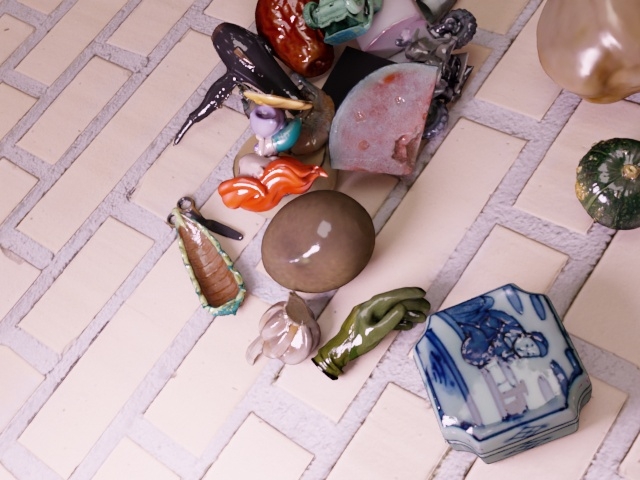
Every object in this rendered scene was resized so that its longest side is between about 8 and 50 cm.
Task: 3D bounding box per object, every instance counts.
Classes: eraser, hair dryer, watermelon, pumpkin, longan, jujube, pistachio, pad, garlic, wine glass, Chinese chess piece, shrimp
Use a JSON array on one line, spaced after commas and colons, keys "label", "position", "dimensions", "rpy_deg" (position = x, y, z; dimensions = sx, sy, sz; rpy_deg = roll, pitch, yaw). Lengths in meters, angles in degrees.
[{"label": "eraser", "position": [0.147, -0.596, 2.180], "dimensions": [0.174, 0.095, 0.270], "rpy_deg": [-34, 52, 20]}, {"label": "hair dryer", "position": [-0.231, -0.345, 2.171], "dimensions": [0.359, 0.120, 0.304], "rpy_deg": [-45, 85, 13]}, {"label": "watermelon", "position": [0.157, -0.261, 1.921], "dimensions": [0.318, 0.148, 0.226], "rpy_deg": [-42, 91, 11]}, {"label": "pumpkin", "position": [0.597, -0.113, 1.700], "dimensions": [0.190, 0.146, 0.190], "rpy_deg": [-10, 56, 16]}, {"label": "longan", "position": [0.000, 0.000, 1.794], "dimensions": [0.215, 0.246, 0.246], "rpy_deg": [37, 73, -8]}, {"label": "jujube", "position": [-0.060, -0.535, 2.178], "dimensions": [0.190, 0.190, 0.255], "rpy_deg": [-28, 67, 2]}, {"label": "pistachio", "position": [0.661, -0.477, 1.817], "dimensions": [0.365, 0.281, 0.445], "rpy_deg": [35, 80, 29]}, {"label": "pad", "position": [0.068, -0.350, 2.086], "dimensions": [0.163, 0.004, 0.243], "rpy_deg": [27, 85, 30]}, {"label": "garlic", "position": [-0.083, 0.208, 1.779], "dimensions": [0.194, 0.127, 0.131], "rpy_deg": [-45, 32, 21]}, {"label": "wine glass", "position": [0.319, -0.617, 2.156], "dimensions": [0.155, 0.073, 0.073], "rpy_deg": [-36, 55, -8]}, {"label": "Chinese chess piece", "position": [-0.081, -0.166, 2.001], "dimensions": [0.249, 0.103, 0.250], "rpy_deg": [-9, 56, 14]}, {"label": "shrimp", "position": [-0.074, -0.314, 1.995], "dimensions": [0.178, 0.075, 0.289], "rpy_deg": [-35, 52, -12]}]

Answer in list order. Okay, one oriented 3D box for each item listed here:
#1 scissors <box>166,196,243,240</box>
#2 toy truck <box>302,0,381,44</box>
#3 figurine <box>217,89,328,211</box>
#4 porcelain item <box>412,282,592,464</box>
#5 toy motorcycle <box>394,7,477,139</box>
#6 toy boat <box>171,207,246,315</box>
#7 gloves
[{"label": "scissors", "position": [-0.270, -0.041, 2.044], "dimensions": [0.220, 0.017, 0.088], "rpy_deg": [22, 69, 29]}, {"label": "toy truck", "position": [0.064, -0.616, 2.087], "dimensions": [0.155, 0.156, 0.279], "rpy_deg": [-12, 66, 40]}, {"label": "figurine", "position": [-0.099, -0.180, 1.835], "dimensions": [0.181, 0.208, 0.257], "rpy_deg": [25, 108, 56]}, {"label": "porcelain item", "position": [0.328, 0.241, 1.577], "dimensions": [0.285, 0.157, 0.281], "rpy_deg": [-21, 57, 7]}, {"label": "toy motorcycle", "position": [0.247, -0.393, 2.011], "dimensions": [0.188, 0.143, 0.327], "rpy_deg": [12, 80, 35]}, {"label": "toy boat", "position": [-0.254, 0.053, 1.936], "dimensions": [0.108, 0.099, 0.293], "rpy_deg": [-32, 62, -1]}, {"label": "gloves", "position": [0.099, 0.176, 1.724], "dimensions": [0.268, 0.135, 0.107], "rpy_deg": [-33, 96, 0]}]
